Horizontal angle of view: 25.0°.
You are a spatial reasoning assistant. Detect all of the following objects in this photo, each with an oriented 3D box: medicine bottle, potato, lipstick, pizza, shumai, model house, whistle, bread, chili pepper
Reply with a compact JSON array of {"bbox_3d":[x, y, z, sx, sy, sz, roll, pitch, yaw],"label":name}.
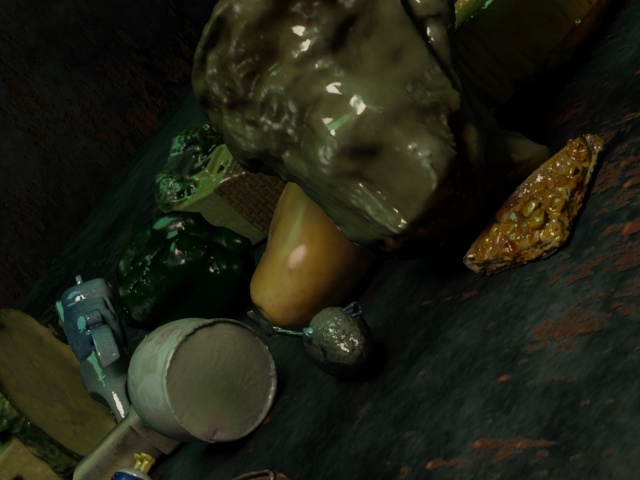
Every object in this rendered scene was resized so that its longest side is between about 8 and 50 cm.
[{"bbox_3d":[-0.139,0.163,1.684,0.147,0.147,0.143,-55,20,-21],"label":"medicine bottle"},{"bbox_3d":[0.000,0.000,1.716,0.150,0.146,0.234,68,-143,-60],"label":"potato"},{"bbox_3d":[-0.213,0.235,1.840,0.253,0.077,0.079,-44,16,15],"label":"lipstick"},{"bbox_3d":[0.206,-0.025,1.387,0.178,0.041,0.131,-43,18,22],"label":"pizza"},{"bbox_3d":[0.071,-0.146,1.491,0.324,0.323,0.397,-29,-19,-22],"label":"shumai"},{"bbox_3d":[-0.456,0.286,2.059,0.266,0.261,0.321,-48,9,12],"label":"model house"},{"bbox_3d":[-0.309,0.159,2.061,0.093,0.269,0.180,-23,-28,-9],"label":"whistle"},{"bbox_3d":[0.238,-0.262,1.694,0.250,0.133,0.179,-49,15,-3],"label":"bread"},{"bbox_3d":[-0.112,-0.111,2.217,0.189,0.195,0.214,-21,33,45],"label":"model house"},{"bbox_3d":[-0.210,0.075,2.074,0.261,0.173,0.165,-46,38,33],"label":"chili pepper"}]

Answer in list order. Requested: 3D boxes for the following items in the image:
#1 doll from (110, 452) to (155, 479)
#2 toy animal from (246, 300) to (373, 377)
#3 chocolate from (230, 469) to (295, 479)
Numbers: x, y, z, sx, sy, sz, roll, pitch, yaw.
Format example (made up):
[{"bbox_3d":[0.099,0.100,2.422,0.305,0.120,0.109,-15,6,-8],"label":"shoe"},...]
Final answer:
[{"bbox_3d":[-0.246,0.327,1.762,0.098,0.057,0.143,-16,41,61],"label":"doll"},{"bbox_3d":[0.000,0.105,1.569,0.070,0.079,0.253,-30,12,-17],"label":"toy animal"},{"bbox_3d":[-0.095,0.305,1.325,0.214,0.093,0.148,-31,22,46],"label":"chocolate"}]
